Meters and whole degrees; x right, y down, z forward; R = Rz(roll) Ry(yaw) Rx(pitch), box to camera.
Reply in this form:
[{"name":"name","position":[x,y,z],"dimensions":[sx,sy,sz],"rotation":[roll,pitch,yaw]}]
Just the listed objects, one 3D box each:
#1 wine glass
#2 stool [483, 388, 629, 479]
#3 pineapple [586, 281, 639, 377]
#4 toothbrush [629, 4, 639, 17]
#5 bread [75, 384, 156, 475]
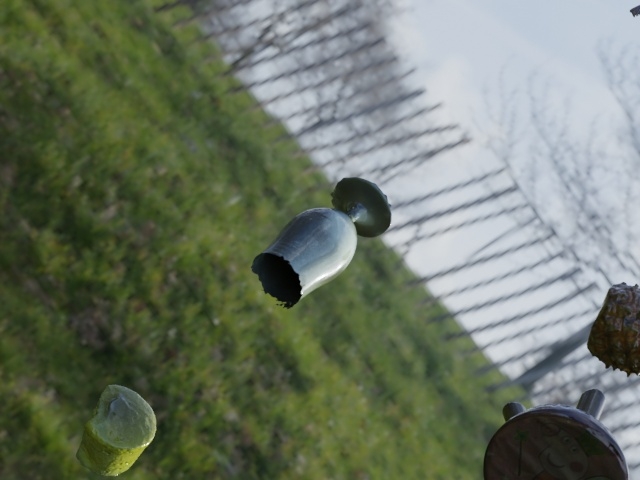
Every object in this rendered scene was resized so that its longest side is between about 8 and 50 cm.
[{"name":"wine glass","position":[0.000,0.000,1.721],"dimensions":[0.103,0.222,0.103],"rotation":[19,-53,27]},{"name":"stool","position":[0.459,0.418,2.479],"dimensions":[0.272,0.272,0.178],"rotation":[57,22,-6]},{"name":"pineapple","position":[0.580,0.188,2.042],"dimensions":[0.310,0.170,0.141],"rotation":[24,-6,14]},{"name":"toothbrush","position":[0.547,-0.381,1.947],"dimensions":[0.014,0.167,0.011],"rotation":[68,16,14]},{"name":"bread","position":[-0.335,0.316,2.116],"dimensions":[0.111,0.114,0.129],"rotation":[33,39,-2]}]
